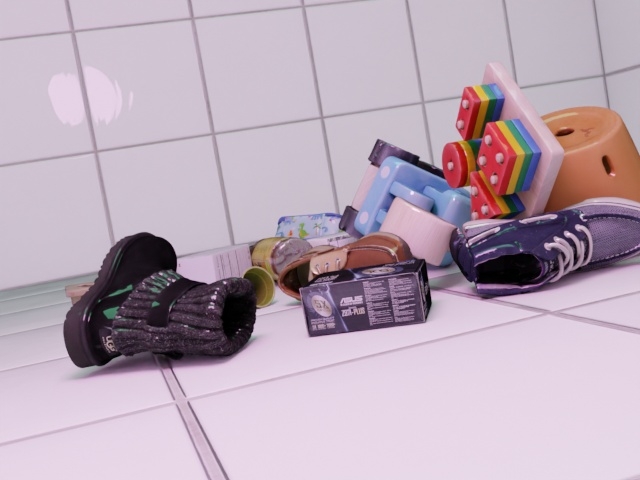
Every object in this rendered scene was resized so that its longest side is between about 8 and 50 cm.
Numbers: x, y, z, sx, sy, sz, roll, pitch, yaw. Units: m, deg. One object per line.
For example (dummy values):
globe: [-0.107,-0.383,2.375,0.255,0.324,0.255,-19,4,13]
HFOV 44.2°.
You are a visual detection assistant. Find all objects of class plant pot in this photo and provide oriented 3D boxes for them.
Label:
plant pot: [0.472,-0.116,1.469,0.291,0.203,0.291,-17,26,9]
plant pot: [-0.146,0.101,1.581,0.083,0.083,0.079,-14,-6,-42]

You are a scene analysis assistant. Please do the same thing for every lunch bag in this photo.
lunch bag: [0.000,0.000,2.065,0.219,0.090,0.176,-6,-29,36]

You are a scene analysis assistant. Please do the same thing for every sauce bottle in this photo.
sauce bottle: [-0.113,0.046,1.951,0.111,0.111,0.344,-11,3,-19]

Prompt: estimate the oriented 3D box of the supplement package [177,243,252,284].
supplement package: [-0.248,0.076,1.880,0.105,0.105,0.179,-7,5,25]

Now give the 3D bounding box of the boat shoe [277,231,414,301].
boat shoe: [0.037,0.066,1.414,0.120,0.123,0.324,-21,4,-34]

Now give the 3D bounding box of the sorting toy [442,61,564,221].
sorting toy: [0.306,-0.139,1.415,0.089,0.255,0.257,-10,49,-13]

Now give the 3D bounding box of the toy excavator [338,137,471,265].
toy excavator: [0.214,-0.047,1.624,0.433,0.222,0.445,18,10,-39]

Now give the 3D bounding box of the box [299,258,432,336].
box: [0.074,0.086,1.220,0.180,0.078,0.147,-9,5,14]

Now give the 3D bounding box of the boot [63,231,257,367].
boot: [-0.222,0.082,1.259,0.260,0.131,0.348,-10,27,13]

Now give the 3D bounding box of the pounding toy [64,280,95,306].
pounding toy: [-0.468,0.091,1.839,0.269,0.155,0.154,-10,9,1]

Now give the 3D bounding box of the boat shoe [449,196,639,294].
boat shoe: [0.388,0.020,1.275,0.340,0.127,0.158,-10,19,6]

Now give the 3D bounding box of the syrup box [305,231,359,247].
syrup box: [0.090,0.021,1.918,0.237,0.093,0.096,-13,5,-36]
